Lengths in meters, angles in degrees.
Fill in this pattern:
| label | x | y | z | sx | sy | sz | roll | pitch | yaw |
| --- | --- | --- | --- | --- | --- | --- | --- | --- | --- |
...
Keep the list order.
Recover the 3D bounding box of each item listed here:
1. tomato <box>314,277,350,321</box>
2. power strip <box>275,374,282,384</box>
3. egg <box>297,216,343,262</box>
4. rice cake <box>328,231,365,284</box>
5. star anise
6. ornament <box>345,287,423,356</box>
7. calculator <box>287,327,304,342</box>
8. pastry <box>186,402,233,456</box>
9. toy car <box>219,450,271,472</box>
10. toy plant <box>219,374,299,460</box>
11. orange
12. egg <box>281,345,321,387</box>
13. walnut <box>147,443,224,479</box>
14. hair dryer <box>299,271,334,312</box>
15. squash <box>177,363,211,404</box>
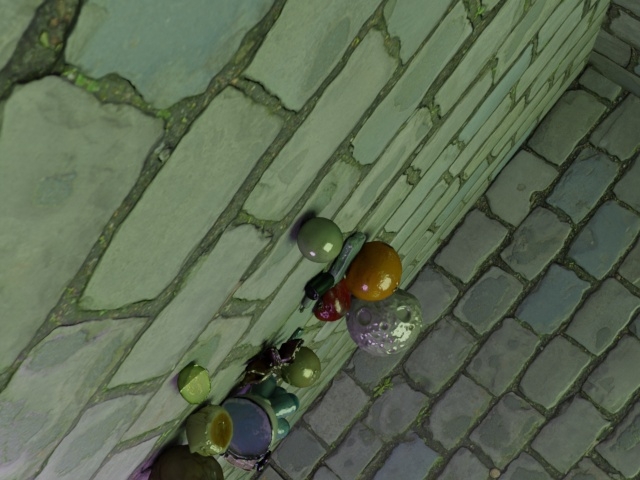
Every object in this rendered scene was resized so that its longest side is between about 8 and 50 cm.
| label | x | y | z | sx | sy | sz | roll | pitch | yaw |
| --- | --- | --- | --- | --- | --- | --- | --- | --- | --- |
| tomato | 0.065 | 0.233 | 2.175 | 0.173 | 0.099 | 0.189 | -21 | 145 | -56 |
| power strip | -0.204 | 0.632 | 2.478 | 0.168 | 0.028 | 0.076 | -58 | 163 | 18 |
| egg | 0.000 | 0.000 | 1.460 | 0.114 | 0.114 | 0.152 | -50 | 159 | 0 |
| rice cake | 0.079 | 0.068 | 1.952 | 0.085 | 0.040 | 0.226 | -31 | 155 | -47 |
| star anise | -0.159 | 0.411 | 1.996 | 0.288 | 0.088 | 0.288 | -30 | 161 | -11 |
| ornament | 0.271 | 0.345 | 2.534 | 0.337 | 0.337 | 0.337 | -45 | 163 | -18 |
| calculator | -0.123 | 0.395 | 2.182 | 0.172 | 0.018 | 0.057 | -51 | 163 | 2 |
| pastry | -0.345 | 0.593 | 1.822 | 0.088 | 0.165 | 0.166 | -13 | 180 | 26 |
| toy car | -0.300 | 0.849 | 2.493 | 0.198 | 0.204 | 0.247 | -67 | -177 | -48 |
| toy plant | -0.206 | 0.619 | 2.112 | 0.247 | 0.247 | 0.332 | -56 | 165 | 18 |
| orange | 0.186 | 0.107 | 2.032 | 0.219 | 0.193 | 0.219 | -52 | -166 | 18 |
| egg | -0.079 | 0.492 | 2.274 | 0.164 | 0.164 | 0.201 | -47 | 157 | -10 |
| walnut | -0.422 | 0.780 | 1.818 | 0.227 | 0.273 | 0.273 | 8 | 129 | -27 |
| hair dryer | -0.029 | 0.185 | 1.935 | 0.100 | 0.057 | 0.197 | -35 | 166 | -42 |
| squash | -0.328 | 0.396 | 1.542 | 0.200 | 0.075 | 0.090 | 100 | 7 | -62 |
